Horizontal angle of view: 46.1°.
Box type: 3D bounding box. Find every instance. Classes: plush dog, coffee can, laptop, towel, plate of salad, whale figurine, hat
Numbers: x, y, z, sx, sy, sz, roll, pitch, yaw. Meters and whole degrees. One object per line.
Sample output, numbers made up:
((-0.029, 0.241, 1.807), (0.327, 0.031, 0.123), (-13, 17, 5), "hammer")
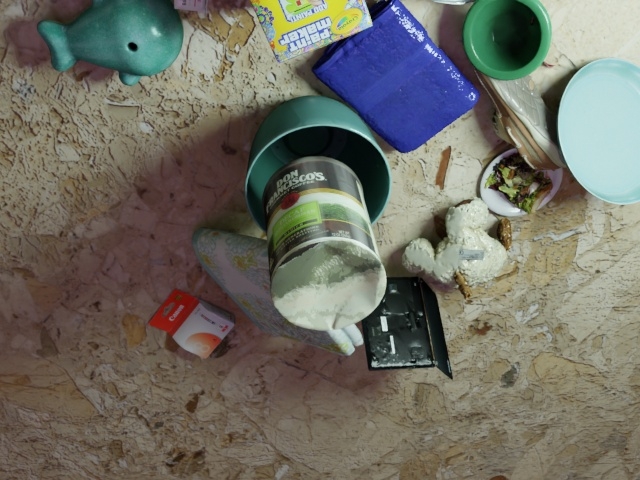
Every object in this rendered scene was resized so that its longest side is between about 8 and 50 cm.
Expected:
((0.367, 0.045, 1.827), (0.225, 0.210, 0.262), (4, 140, -46), "plush dog")
((0.000, 0.000, 1.381), (0.201, 0.275, 0.201), (-4, 127, -5), "coffee can")
((0.210, 0.221, 1.859), (0.264, 0.234, 0.136), (-1, 154, -15), "laptop")
((0.161, -0.340, 1.577), (0.228, 0.076, 0.308), (-35, 124, 26), "towel")
((0.479, -0.134, 1.781), (0.200, 0.048, 0.200), (-3, 127, -4), "plate of salad")
((-0.397, -0.382, 1.423), (0.272, 0.141, 0.216), (-10, 127, 1), "whale figurine")
((0.394, -0.432, 1.530), (0.173, 0.183, 0.208), (12, 127, 19), "hat")
((-0.099, 0.117, 1.754), (0.320, 0.090, 0.374), (7, 145, 44), "towel")

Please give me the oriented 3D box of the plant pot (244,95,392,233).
((-0.014, -0.168, 1.574), (0.293, 0.235, 0.293), (-3, 127, -4), "plant pot")

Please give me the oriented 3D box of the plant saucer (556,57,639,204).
((0.634, -0.234, 1.631), (0.318, 0.044, 0.317), (2, 85, -21), "plant saucer")

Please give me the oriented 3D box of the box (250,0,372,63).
((-0.053, -0.508, 1.283), (0.177, 0.290, 0.279), (-20, 125, 8), "box")

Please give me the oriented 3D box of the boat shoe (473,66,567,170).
((0.426, -0.264, 1.634), (0.324, 0.123, 0.116), (47, 139, -19), "boat shoe")

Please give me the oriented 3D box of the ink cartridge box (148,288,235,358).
((-0.331, 0.216, 1.937), (0.179, 0.045, 0.145), (27, 118, -27), "ink cartridge box")

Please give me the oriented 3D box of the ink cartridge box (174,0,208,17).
((-0.229, -0.480, 1.348), (0.060, 0.180, 0.104), (3, 125, -10), "ink cartridge box")

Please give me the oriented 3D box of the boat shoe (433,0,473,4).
((0.243, -0.507, 1.438), (0.320, 0.103, 0.118), (2, 126, -10), "boat shoe")
